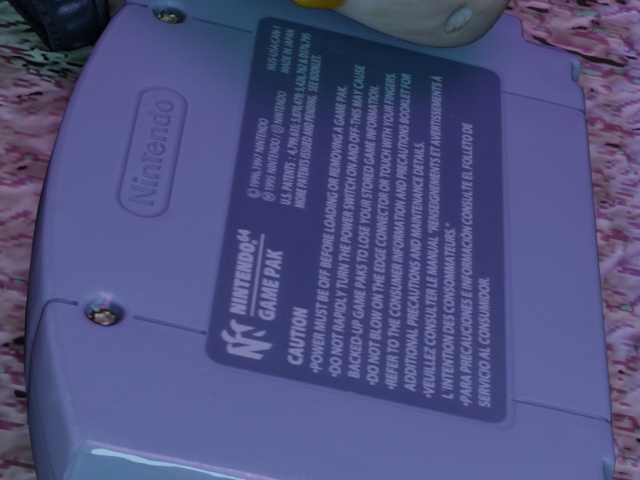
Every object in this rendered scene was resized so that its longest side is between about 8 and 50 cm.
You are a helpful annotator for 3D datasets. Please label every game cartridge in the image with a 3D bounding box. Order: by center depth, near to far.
[{"bbox_3d":[0.000,0.000,0.696,0.198,0.062,0.297,10,38,-3],"label":"game cartridge"}]

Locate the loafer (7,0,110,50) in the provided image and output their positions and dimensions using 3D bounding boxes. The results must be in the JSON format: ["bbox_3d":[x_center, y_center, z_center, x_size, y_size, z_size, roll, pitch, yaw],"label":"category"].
[{"bbox_3d":[-0.165,-0.153,0.796,0.078,0.076,0.223,-34,69,-16],"label":"loafer"}]

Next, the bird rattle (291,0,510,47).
[{"bbox_3d":[-0.009,-0.145,0.761,0.207,0.143,0.253,54,19,25],"label":"bird rattle"}]
